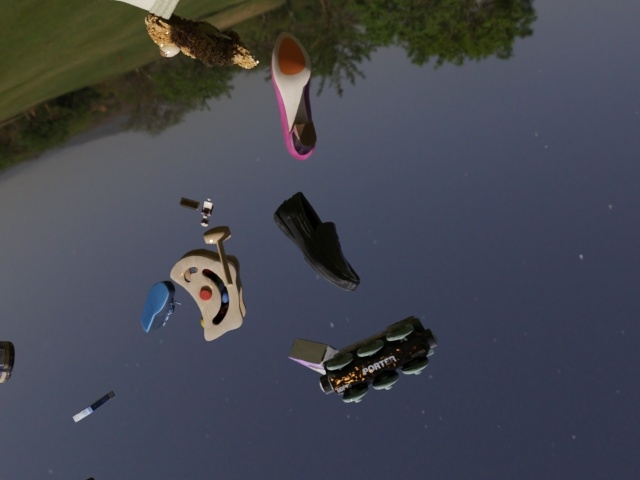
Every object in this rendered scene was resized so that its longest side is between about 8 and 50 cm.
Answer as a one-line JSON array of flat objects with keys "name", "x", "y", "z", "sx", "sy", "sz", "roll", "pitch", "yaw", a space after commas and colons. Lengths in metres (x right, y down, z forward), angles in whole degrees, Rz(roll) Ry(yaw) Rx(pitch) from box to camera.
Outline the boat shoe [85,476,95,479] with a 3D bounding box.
[{"name": "boat shoe", "x": -0.595, "y": 0.702, "z": 1.391, "sx": 0.158, "sy": 0.340, "sz": 0.127, "roll": -13, "pitch": -143, "yaw": -34}]

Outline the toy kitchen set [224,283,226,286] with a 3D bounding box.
[{"name": "toy kitchen set", "x": -0.299, "y": 0.105, "z": 1.748, "sx": 0.083, "sy": 0.075, "sz": 0.068, "roll": -10, "pitch": 154, "yaw": -33}]

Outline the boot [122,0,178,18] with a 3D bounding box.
[{"name": "boot", "x": -0.264, "y": -0.431, "z": 0.855, "sx": 0.213, "sy": 0.165, "sz": 0.077, "roll": -54, "pitch": -143, "yaw": 42}]

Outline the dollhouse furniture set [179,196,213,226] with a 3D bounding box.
[{"name": "dollhouse furniture set", "x": -0.426, "y": -0.116, "z": 2.029, "sx": 0.081, "sy": 0.114, "sz": 0.091, "roll": 118, "pitch": -14, "yaw": -55}]

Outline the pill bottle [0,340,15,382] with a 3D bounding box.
[{"name": "pill bottle", "x": -1.006, "y": 0.344, "z": 1.697, "sx": 0.219, "sy": 0.122, "sz": 0.123, "roll": 12, "pitch": 173, "yaw": -40}]

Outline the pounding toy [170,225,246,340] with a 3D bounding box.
[{"name": "pounding toy", "x": -0.269, "y": 0.106, "z": 1.388, "sx": 0.154, "sy": 0.269, "sz": 0.155, "roll": -7, "pitch": -168, "yaw": 1}]

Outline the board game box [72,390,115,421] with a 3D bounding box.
[{"name": "board game box", "x": -0.650, "y": 0.476, "z": 1.708, "sx": 0.090, "sy": 0.020, "sz": 0.090, "roll": -32, "pitch": -179, "yaw": 29}]

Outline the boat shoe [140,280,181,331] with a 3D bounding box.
[{"name": "boat shoe", "x": -0.548, "y": 0.216, "z": 2.053, "sx": 0.089, "sy": 0.109, "sz": 0.258, "roll": -8, "pitch": 152, "yaw": -41}]

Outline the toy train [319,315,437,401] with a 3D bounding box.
[{"name": "toy train", "x": 0.155, "y": 0.316, "z": 1.605, "sx": 0.334, "sy": 0.142, "sz": 0.190, "roll": -26, "pitch": -178, "yaw": 6}]

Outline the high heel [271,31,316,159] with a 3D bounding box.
[{"name": "high heel", "x": -0.055, "y": -0.286, "z": 1.195, "sx": 0.082, "sy": 0.244, "sz": 0.117, "roll": -16, "pitch": 178, "yaw": -14}]

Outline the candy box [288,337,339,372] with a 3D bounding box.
[{"name": "candy box", "x": 0.027, "y": 0.384, "z": 1.877, "sx": 0.165, "sy": 0.196, "sz": 0.070, "roll": -1, "pitch": -119, "yaw": 52}]

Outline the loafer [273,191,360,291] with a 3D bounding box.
[{"name": "loafer", "x": 0.000, "y": 0.000, "z": 1.076, "sx": 0.078, "sy": 0.223, "sz": 0.076, "roll": -49, "pitch": 152, "yaw": 15}]

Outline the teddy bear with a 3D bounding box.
[{"name": "teddy bear", "x": -0.346, "y": -0.571, "z": 1.744, "sx": 0.338, "sy": 0.245, "sz": 0.113, "roll": -14, "pitch": 143, "yaw": -52}]
